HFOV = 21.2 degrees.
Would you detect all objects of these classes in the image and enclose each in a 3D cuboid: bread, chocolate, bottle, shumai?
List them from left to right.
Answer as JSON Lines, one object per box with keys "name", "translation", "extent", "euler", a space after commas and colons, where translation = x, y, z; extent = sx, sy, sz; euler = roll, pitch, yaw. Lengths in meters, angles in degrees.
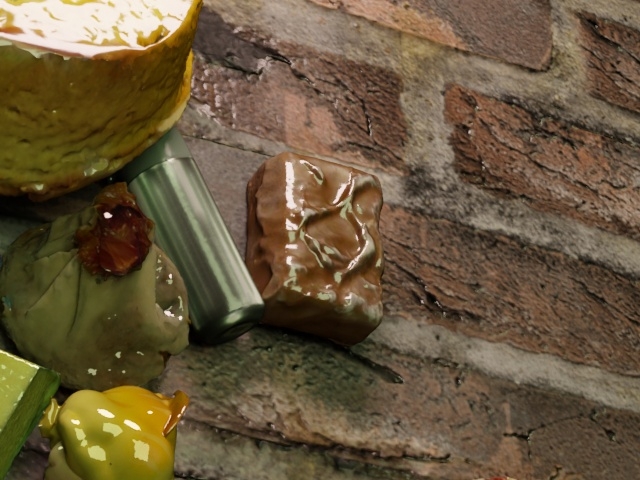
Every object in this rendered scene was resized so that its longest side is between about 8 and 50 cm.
{"name": "bread", "translation": [-0.303, -0.223, 1.689], "extent": [0.398, 0.215, 0.398], "euler": [14, 46, -15]}
{"name": "shumai", "translation": [-0.209, 0.043, 1.653], "extent": [0.201, 0.120, 0.201], "euler": [9, 61, -17]}
{"name": "bottle", "translation": [-0.148, -0.013, 1.772], "extent": [0.096, 0.079, 0.253], "euler": [-25, 76, -6]}
{"name": "chocolate", "translation": [0.000, 0.000, 1.844], "extent": [0.148, 0.093, 0.214], "euler": [17, 54, -25]}

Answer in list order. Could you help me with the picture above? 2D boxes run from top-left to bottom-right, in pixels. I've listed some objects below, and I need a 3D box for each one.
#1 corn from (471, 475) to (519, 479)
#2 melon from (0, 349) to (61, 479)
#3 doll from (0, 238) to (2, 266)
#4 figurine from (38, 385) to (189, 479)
{"name": "corn", "translation": [0.097, 0.304, 1.714], "extent": [0.290, 0.098, 0.098], "euler": [-8, 67, -35]}
{"name": "melon", "translation": [-0.401, 0.104, 1.507], "extent": [0.323, 0.124, 0.196], "euler": [31, 47, -6]}
{"name": "doll", "translation": [-0.366, -0.011, 1.638], "extent": [0.096, 0.070, 0.195], "euler": [-24, 67, -22]}
{"name": "figurine", "translation": [-0.213, 0.224, 1.558], "extent": [0.156, 0.131, 0.246], "euler": [52, 58, -25]}
